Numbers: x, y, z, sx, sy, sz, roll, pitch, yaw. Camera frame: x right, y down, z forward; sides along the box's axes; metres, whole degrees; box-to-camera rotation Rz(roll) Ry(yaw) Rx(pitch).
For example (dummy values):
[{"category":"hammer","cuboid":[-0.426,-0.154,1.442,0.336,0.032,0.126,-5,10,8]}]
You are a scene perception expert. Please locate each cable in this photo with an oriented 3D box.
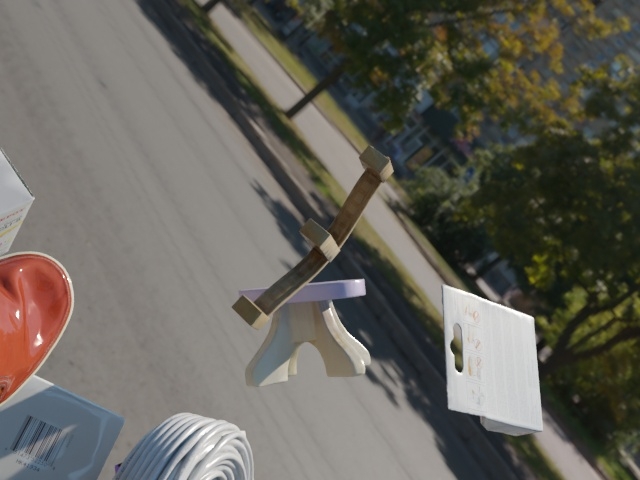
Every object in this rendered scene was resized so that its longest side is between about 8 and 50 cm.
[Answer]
[{"category":"cable","cuboid":[-0.174,0.340,1.094,0.089,0.257,0.257,13,-25,22]}]

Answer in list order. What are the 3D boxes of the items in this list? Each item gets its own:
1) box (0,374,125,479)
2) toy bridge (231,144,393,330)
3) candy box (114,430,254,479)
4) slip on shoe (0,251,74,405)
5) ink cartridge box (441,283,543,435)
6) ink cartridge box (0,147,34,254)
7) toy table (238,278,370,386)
[{"category":"box","cuboid":[-0.495,0.295,1.415,0.215,0.168,0.345,33,-19,-28]},{"category":"toy bridge","cuboid":[0.000,0.000,0.776,0.026,0.188,0.063,39,-5,17]},{"category":"candy box","cuboid":[-0.191,0.380,1.298,0.070,0.196,0.164,28,44,-59]},{"category":"slip on shoe","cuboid":[-0.309,0.101,0.766,0.123,0.101,0.331,61,29,-11]},{"category":"ink cartridge box","cuboid":[0.186,0.142,1.032,0.179,0.045,0.145,19,61,-38]},{"category":"ink cartridge box","cuboid":[-0.479,-0.043,1.175,0.128,0.176,0.127,-33,84,-38]},{"category":"toy table","cuboid":[-0.026,0.153,1.533,0.274,0.252,0.160,-11,-96,63]}]
